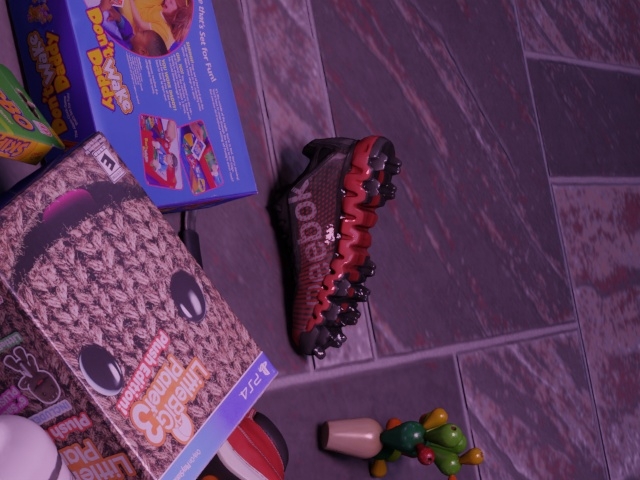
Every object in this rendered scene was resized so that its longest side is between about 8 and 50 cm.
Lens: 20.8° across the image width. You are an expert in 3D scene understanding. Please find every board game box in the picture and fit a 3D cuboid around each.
[{"bbox_3d":[-0.202,-0.197,1.809,0.233,0.078,0.347,-10,86,-54],"label":"board game box"},{"bbox_3d":[-0.214,0.089,1.581,0.291,0.141,0.232,54,34,-11],"label":"board game box"},{"bbox_3d":[-0.344,-0.136,1.559,0.259,0.039,0.124,11,36,-56],"label":"board game box"}]

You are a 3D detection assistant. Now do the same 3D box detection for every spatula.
[{"bbox_3d":[-0.137,-0.032,1.932,0.084,0.030,0.296,27,56,-51],"label":"spatula"}]

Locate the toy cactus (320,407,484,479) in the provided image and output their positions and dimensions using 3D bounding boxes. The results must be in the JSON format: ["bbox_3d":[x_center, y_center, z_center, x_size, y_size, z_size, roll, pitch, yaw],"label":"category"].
[{"bbox_3d":[0.088,0.251,2.106,0.180,0.219,0.112,7,87,-17],"label":"toy cactus"}]

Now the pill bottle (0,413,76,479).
[{"bbox_3d":[-0.271,0.256,1.442,0.318,0.176,0.176,64,32,-22],"label":"pill bottle"}]

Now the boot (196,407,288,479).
[{"bbox_3d":[-0.124,0.193,1.837,0.244,0.088,0.176,47,17,-20],"label":"boot"}]

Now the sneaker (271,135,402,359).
[{"bbox_3d":[0.000,0.000,2.094,0.097,0.135,0.276,18,86,-70],"label":"sneaker"}]
